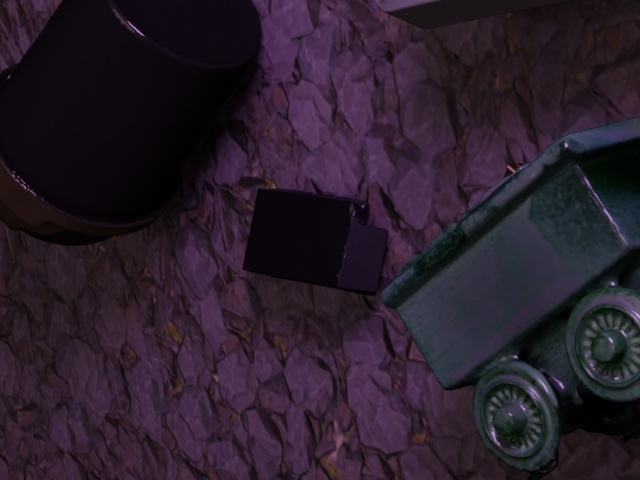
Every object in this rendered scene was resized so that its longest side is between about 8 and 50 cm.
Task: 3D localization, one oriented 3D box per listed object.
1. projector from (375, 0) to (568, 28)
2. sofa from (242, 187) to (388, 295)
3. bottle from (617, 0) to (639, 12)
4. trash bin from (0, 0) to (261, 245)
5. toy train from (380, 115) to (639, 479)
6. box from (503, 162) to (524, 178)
[{"bbox_3d":[0.151,-0.298,1.364,0.259,0.079,0.257,-5,70,52],"label":"projector"},{"bbox_3d":[0.000,0.000,1.716,0.147,0.060,0.085,8,88,50],"label":"sofa"},{"bbox_3d":[0.245,-0.207,1.371,0.030,0.030,0.083,51,135,31],"label":"bottle"},{"bbox_3d":[-0.210,-0.127,1.824,0.334,0.214,0.214,-48,61,36],"label":"trash bin"},{"bbox_3d":[0.190,0.050,1.392,0.266,0.145,0.202,-42,71,41],"label":"toy train"},{"bbox_3d":[0.169,0.015,1.525,0.090,0.023,0.133,42,129,40],"label":"box"}]
